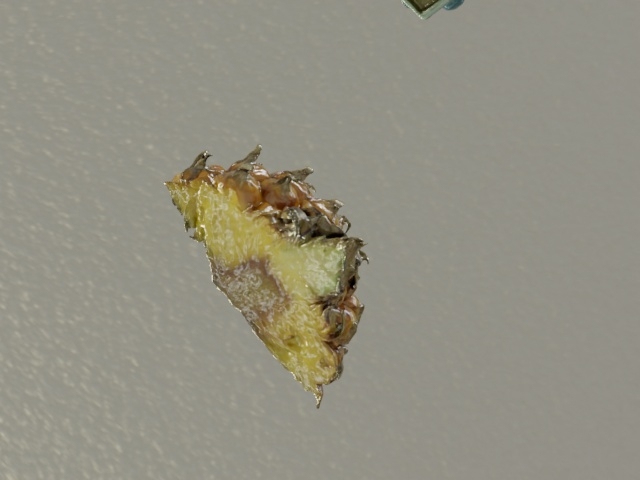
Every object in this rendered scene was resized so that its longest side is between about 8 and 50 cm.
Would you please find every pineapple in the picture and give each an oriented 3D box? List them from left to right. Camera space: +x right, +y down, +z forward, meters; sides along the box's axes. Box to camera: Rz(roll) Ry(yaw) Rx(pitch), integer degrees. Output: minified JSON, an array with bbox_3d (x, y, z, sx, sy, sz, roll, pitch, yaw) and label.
[{"bbox_3d":[-0.004,-0.005,1.075,0.249,0.164,0.140,51,-133,4],"label":"pineapple"}]

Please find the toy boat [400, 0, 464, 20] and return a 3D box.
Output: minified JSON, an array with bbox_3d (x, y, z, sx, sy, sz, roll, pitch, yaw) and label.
[{"bbox_3d":[0.077,-0.338,1.358,0.215,0.088,0.102,49,-139,-7],"label":"toy boat"}]
